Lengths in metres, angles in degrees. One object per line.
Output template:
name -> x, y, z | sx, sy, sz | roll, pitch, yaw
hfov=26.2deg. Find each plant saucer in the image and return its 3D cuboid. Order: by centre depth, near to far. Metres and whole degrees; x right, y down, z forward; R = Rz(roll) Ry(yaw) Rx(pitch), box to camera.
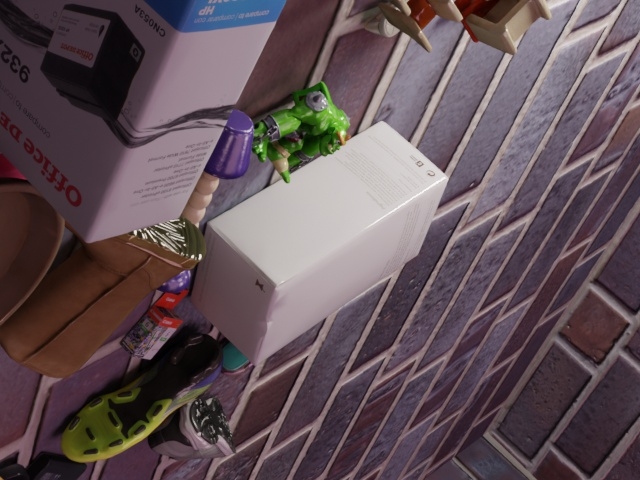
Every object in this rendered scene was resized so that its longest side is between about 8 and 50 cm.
plant saucer -> -0.367, 0.037, 1.307 | 0.278, 0.041, 0.278 | -39, 162, -16

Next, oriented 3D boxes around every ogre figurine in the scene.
ogre figurine -> -0.028, -0.145, 1.801 | 0.118, 0.097, 0.197 | -31, 146, 10

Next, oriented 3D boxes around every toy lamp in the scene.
toy lamp -> -0.153, -0.050, 1.743 | 0.080, 0.080, 0.274 | -25, 151, -45

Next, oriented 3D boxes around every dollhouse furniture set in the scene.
dollhouse furniture set -> 0.189, -0.363, 1.771 | 0.262, 0.135, 0.259 | -45, 139, -4

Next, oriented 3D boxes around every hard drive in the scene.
hard drive -> -0.417, 0.367, 2.085 | 0.094, 0.022, 0.135 | -47, 160, 1

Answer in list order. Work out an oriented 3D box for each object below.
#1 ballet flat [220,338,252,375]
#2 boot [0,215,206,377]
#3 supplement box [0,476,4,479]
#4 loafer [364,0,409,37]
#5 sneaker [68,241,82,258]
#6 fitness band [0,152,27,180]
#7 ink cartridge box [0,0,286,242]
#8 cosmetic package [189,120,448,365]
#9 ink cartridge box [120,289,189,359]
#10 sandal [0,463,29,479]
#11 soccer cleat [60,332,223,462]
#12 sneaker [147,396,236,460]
ballet flat -> -0.084, 0.145, 2.274 | 0.221, 0.077, 0.079 | -38, 177, -8
boot -> -0.298, 0.041, 1.587 | 0.236, 0.089, 0.269 | 34, 123, -31
supplement box -> -0.470, 0.318, 1.813 | 0.080, 0.078, 0.233 | -43, 160, -18
loafer -> 0.105, -0.308, 1.836 | 0.125, 0.039, 0.045 | -38, 129, -42
sneaker -> -0.274, 0.032, 1.697 | 0.134, 0.051, 0.070 | -47, 157, 25
fitness band -> -0.374, 0.000, 1.348 | 0.291, 0.054, 0.209 | -24, 150, -44
ink cartridge box -> -0.181, -0.187, 1.220 | 0.129, 0.223, 0.307 | -20, 147, -49
cosmetic package -> 0.000, 0.000, 2.028 | 0.365, 0.155, 0.197 | -30, 154, -35
ink cartridge box -> -0.231, 0.119, 1.977 | 0.115, 0.029, 0.063 | -48, 159, 7
sandal -> -0.505, 0.423, 1.969 | 0.254, 0.054, 0.097 | -46, 160, 0
soccer cleat -> -0.263, 0.249, 2.073 | 0.289, 0.093, 0.121 | -36, 164, -24
sneaker -> -0.216, 0.326, 2.330 | 0.108, 0.100, 0.271 | -23, 164, 7
